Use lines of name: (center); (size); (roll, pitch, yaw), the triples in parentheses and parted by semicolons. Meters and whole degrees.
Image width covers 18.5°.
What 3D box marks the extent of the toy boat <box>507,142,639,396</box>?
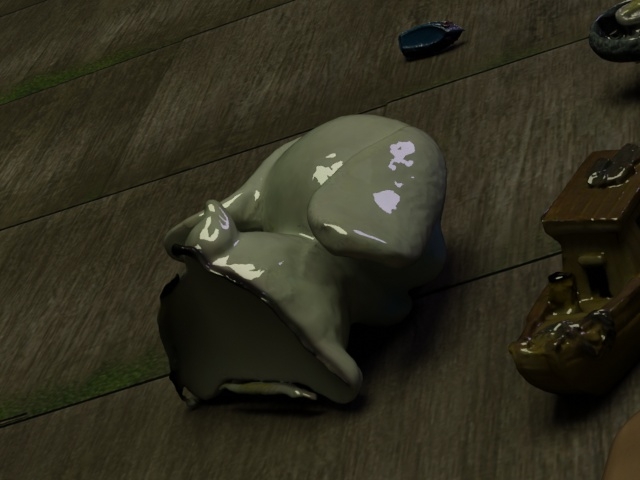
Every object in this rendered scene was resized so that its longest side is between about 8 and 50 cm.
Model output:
toy boat: (0.227, 0.003, 1.487); (0.089, 0.121, 0.321); (0, 31, 34)

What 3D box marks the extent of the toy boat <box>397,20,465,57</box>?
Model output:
toy boat: (0.126, -0.231, 2.234); (0.083, 0.038, 0.038); (-11, 25, 30)

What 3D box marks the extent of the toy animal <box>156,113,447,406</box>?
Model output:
toy animal: (-0.018, 0.008, 1.649); (0.249, 0.174, 0.289); (-13, 26, 24)

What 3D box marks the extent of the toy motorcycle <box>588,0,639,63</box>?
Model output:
toy motorcycle: (0.424, -0.252, 1.888); (0.340, 0.108, 0.223); (-35, 33, -23)

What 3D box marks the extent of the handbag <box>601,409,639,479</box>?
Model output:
handbag: (0.269, 0.187, 0.997); (0.283, 0.149, 0.302); (-11, 23, 25)
